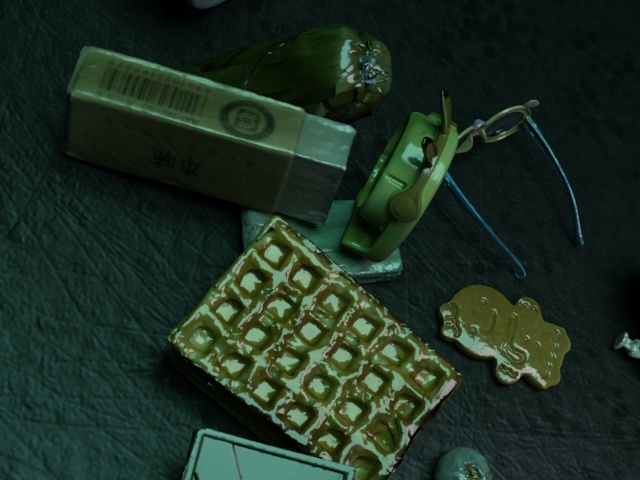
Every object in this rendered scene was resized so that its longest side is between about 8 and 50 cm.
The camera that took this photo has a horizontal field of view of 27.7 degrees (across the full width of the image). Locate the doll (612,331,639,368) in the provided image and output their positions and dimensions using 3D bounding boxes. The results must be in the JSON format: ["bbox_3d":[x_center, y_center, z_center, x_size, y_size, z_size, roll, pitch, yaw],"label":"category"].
[{"bbox_3d":[0.439,0.159,1.758,0.085,0.040,0.058,23,45,-15],"label":"doll"}]

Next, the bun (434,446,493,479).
[{"bbox_3d":[0.176,0.289,1.579,0.083,0.045,0.083,12,59,-21],"label":"bun"}]

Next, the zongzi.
[{"bbox_3d":[-0.066,-0.202,1.622,0.274,0.251,0.125,3,84,-18],"label":"zongzi"}]

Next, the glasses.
[{"bbox_3d":[0.256,-0.065,1.803,0.189,0.088,0.221,-27,96,-32],"label":"glasses"}]

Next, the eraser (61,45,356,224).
[{"bbox_3d":[-0.139,-0.122,1.582,0.343,0.144,0.078,16,57,-3],"label":"eraser"}]

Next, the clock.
[{"bbox_3d":[0.108,-0.087,1.588,0.069,0.232,0.170,29,56,-4],"label":"clock"}]

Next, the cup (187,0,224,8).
[{"bbox_3d":[-0.208,-0.511,1.721,0.371,0.253,0.253,48,57,5],"label":"cup"}]

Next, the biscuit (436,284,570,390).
[{"bbox_3d":[0.245,0.121,1.707,0.184,0.027,0.133,38,58,0],"label":"biscuit"}]

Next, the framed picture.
[{"bbox_3d":[-0.077,0.349,1.409,0.189,0.023,0.260,14,75,-7],"label":"framed picture"}]

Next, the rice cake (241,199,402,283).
[{"bbox_3d":[0.000,0.000,1.663,0.211,0.038,0.124,3,63,-19],"label":"rice cake"}]

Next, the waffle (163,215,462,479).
[{"bbox_3d":[-0.008,0.149,1.533,0.308,0.091,0.213,40,70,1],"label":"waffle"}]
